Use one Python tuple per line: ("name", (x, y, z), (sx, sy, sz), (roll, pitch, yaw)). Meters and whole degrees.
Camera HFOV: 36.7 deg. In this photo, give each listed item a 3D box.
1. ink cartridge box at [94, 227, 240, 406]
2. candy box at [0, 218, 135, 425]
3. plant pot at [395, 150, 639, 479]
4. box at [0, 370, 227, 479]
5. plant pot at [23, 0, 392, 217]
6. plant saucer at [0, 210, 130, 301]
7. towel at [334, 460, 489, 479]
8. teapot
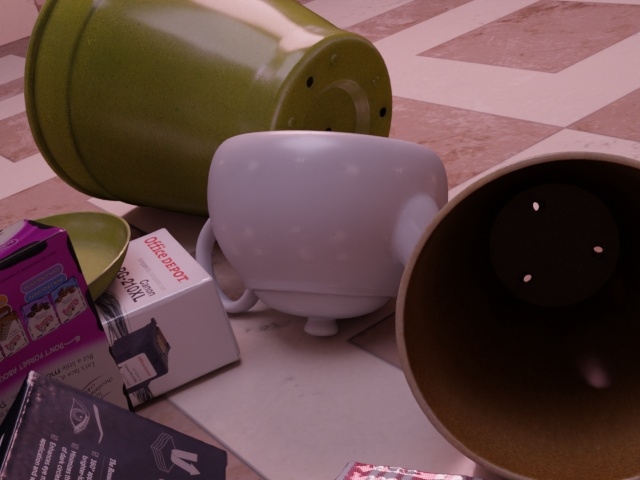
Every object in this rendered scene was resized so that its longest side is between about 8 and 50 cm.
("ink cartridge box", (-0.223, 0.093, 0.951), (0.237, 0.100, 0.172), (-23, 27, -18))
("candy box", (-0.238, 0.122, 0.742), (0.071, 0.233, 0.159), (11, 34, 44))
("plant pot", (0.191, 0.030, 0.757), (0.237, 0.237, 0.254), (-8, 12, 13))
("box", (-0.149, 0.189, 0.633), (0.158, 0.093, 0.156), (27, 19, -16))
("plant pot", (-0.115, -0.175, 1.215), (0.353, 0.366, 0.366), (23, 42, 35))
("plant saucer", (-0.294, 0.043, 0.930), (0.241, 0.037, 0.241), (-13, 25, 6))
("towel", (0.068, 0.213, 0.642), (0.197, 0.029, 0.144), (0, 28, 34))
("teapot", (0.000, 0.000, 0.950), (0.253, 0.187, 0.256), (4, -2, -5))
